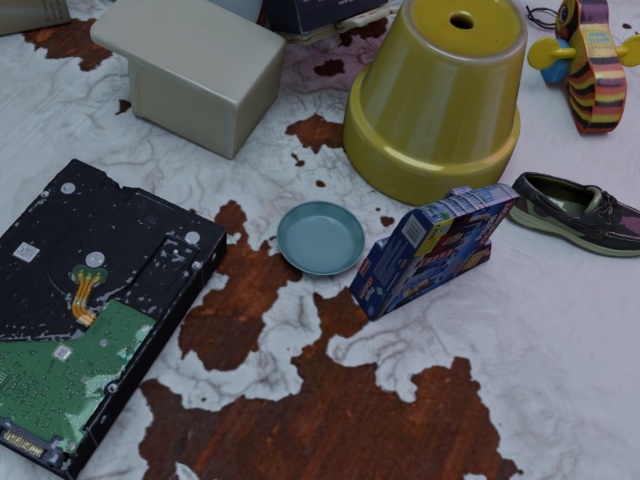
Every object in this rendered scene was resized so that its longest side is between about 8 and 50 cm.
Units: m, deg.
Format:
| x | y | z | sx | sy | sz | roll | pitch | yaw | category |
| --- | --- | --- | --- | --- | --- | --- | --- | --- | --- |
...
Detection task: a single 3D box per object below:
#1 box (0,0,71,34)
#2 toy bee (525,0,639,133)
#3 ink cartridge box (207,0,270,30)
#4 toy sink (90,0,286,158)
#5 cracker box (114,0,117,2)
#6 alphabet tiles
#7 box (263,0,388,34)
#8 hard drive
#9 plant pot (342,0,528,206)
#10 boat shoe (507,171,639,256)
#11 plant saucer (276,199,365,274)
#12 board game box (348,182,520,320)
| x | y | z | sx | sy | sz | roll | pitch | yaw | category |
| --- | --- | --- | --- | --- | --- | --- | --- | --- | --- |
| -0.559 | -0.392 | 1.058 | 0.311 | 0.148 | 0.121 | -18 | 61 | -16 | box |
| 0.412 | -0.326 | 1.121 | 0.195 | 0.162 | 0.298 | -23 | 62 | -18 | toy bee |
| -0.111 | -0.408 | 1.090 | 0.128 | 0.127 | 0.176 | 23 | 22 | 8 | ink cartridge box |
| -0.191 | -0.249 | 1.015 | 0.234 | 0.131 | 0.153 | 26 | 57 | 5 | toy sink |
| -0.292 | -0.461 | 1.181 | 0.232 | 0.067 | 0.155 | 40 | 61 | 19 | cracker box |
| 0.074 | -0.354 | 1.082 | 0.284 | 0.021 | 0.278 | -24 | 22 | -16 | alphabet tiles |
| -0.004 | -0.386 | 0.968 | 0.156 | 0.158 | 0.093 | -28 | 30 | -25 | box |
| -0.292 | 0.076 | 0.827 | 0.236 | 0.064 | 0.339 | 23 | 56 | 9 | hard drive |
| 0.169 | -0.214 | 0.970 | 0.253 | 0.239 | 0.254 | 3 | 55 | -5 | plant pot |
| 0.371 | -0.040 | 0.976 | 0.223 | 0.073 | 0.080 | 16 | 56 | 4 | boat shoe |
| 0.000 | 0.000 | 0.937 | 0.119 | 0.021 | 0.119 | 4 | 56 | -5 | plant saucer |
| 0.156 | -0.001 | 0.882 | 0.194 | 0.194 | 0.060 | -18 | 60 | -34 | board game box |
